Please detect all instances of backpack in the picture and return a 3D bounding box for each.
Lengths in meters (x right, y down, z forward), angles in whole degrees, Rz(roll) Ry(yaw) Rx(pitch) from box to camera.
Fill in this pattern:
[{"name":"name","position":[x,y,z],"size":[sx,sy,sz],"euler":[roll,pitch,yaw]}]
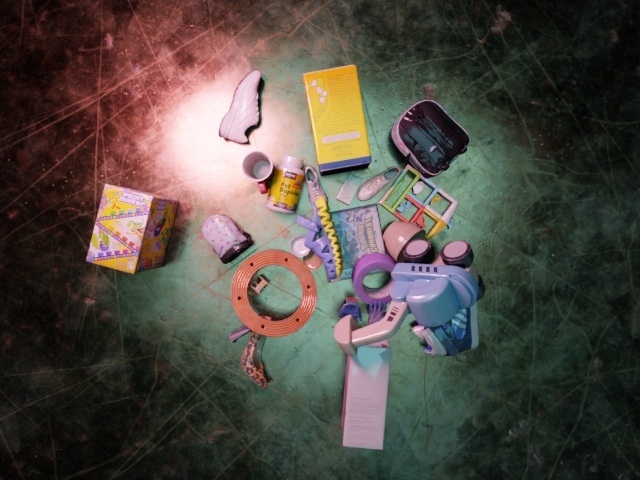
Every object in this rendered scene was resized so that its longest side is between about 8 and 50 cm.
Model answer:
[{"name":"backpack","position":[-0.371,-0.017,1.887],"size":[0.152,0.115,0.182],"euler":[-37,88,4]},{"name":"backpack","position":[0.398,-0.387,1.826],"size":[0.225,0.191,0.253],"euler":[-44,98,-1]}]

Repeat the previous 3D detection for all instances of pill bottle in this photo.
[{"name":"pill bottle","position":[-0.130,-0.215,1.870],"size":[0.117,0.117,0.214],"euler":[14,96,0]}]

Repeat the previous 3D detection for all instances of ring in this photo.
[{"name":"ring","position":[-0.177,0.203,1.880],"size":[0.337,0.032,0.336],"euler":[5,73,-18]}]

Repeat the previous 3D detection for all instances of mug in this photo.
[{"name":"mug","position":[-0.234,-0.256,1.850],"size":[0.113,0.169,0.150],"euler":[16,93,0]}]

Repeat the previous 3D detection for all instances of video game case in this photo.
[{"name":"video game case","position":[0.125,0.011,1.920],"size":[0.249,0.035,0.274],"euler":[-11,92,1]}]

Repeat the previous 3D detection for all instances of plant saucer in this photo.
[{"name":"plant saucer","position":[-0.030,0.078,1.926],"size":[0.084,0.015,0.083],"euler":[-3,80,16]}]

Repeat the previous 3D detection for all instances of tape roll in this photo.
[{"name":"tape roll","position":[0.217,0.149,1.872],"size":[0.189,0.080,0.188],"euler":[-1,111,-3]}]

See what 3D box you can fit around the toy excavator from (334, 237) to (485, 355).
[{"name":"toy excavator","position":[0.307,0.219,1.701],"size":[0.433,0.445,0.222],"euler":[1,132,37]}]

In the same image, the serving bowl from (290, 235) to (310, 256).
[{"name":"serving bowl","position":[-0.078,0.023,1.925],"size":[0.084,0.027,0.083],"euler":[0,87,7]}]

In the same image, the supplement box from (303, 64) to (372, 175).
[{"name":"supplement box","position":[0.062,-0.439,1.827],"size":[0.196,0.194,0.356],"euler":[-10,91,1]}]

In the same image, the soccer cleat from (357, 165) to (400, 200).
[{"name":"soccer cleat","position":[0.226,-0.226,1.890],"size":[0.196,0.076,0.068],"euler":[-37,91,2]}]

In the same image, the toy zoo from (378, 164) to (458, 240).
[{"name":"toy zoo","position":[0.401,-0.135,1.914],"size":[0.293,0.030,0.192],"euler":[38,92,0]}]

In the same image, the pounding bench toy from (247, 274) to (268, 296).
[{"name":"pounding bench toy","position":[-0.250,0.181,1.926],"size":[0.052,0.083,0.065],"euler":[43,60,-3]}]

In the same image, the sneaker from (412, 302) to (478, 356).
[{"name":"sneaker","position":[0.469,0.290,1.876],"size":[0.237,0.130,0.322],"euler":[-9,97,-3]}]

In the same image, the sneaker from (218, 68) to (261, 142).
[{"name":"sneaker","position":[-0.289,-0.516,1.889],"size":[0.129,0.111,0.297],"euler":[23,96,-16]}]

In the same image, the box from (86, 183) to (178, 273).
[{"name":"box","position":[-0.680,-0.044,1.803],"size":[0.177,0.290,0.278],"euler":[15,91,1]}]

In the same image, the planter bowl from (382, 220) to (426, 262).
[{"name":"planter bowl","position":[0.310,-0.009,1.869],"size":[0.162,0.162,0.109],"euler":[-48,64,2]}]

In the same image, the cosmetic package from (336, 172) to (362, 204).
[{"name":"cosmetic package","position":[0.113,-0.201,1.910],"size":[0.060,0.041,0.115],"euler":[29,92,0]}]

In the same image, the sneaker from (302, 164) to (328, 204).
[{"name":"sneaker","position":[-0.024,-0.203,1.893],"size":[0.072,0.083,0.190],"euler":[-23,93,0]}]

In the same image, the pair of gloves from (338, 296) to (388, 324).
[{"name":"pair of gloves","position":[0.172,0.280,1.888],"size":[0.198,0.023,0.159],"euler":[7,136,3]}]

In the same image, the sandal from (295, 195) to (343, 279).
[{"name":"sandal","position":[0.000,0.000,1.852],"size":[0.138,0.126,0.317],"euler":[-17,83,6]}]

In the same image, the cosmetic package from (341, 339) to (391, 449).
[{"name":"cosmetic package","position":[0.169,0.558,1.850],"size":[0.156,0.217,0.384],"euler":[3,91,0]}]

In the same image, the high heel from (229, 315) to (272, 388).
[{"name":"high heel","position":[-0.223,0.433,1.907],"size":[0.186,0.093,0.261],"euler":[-31,82,8]}]
